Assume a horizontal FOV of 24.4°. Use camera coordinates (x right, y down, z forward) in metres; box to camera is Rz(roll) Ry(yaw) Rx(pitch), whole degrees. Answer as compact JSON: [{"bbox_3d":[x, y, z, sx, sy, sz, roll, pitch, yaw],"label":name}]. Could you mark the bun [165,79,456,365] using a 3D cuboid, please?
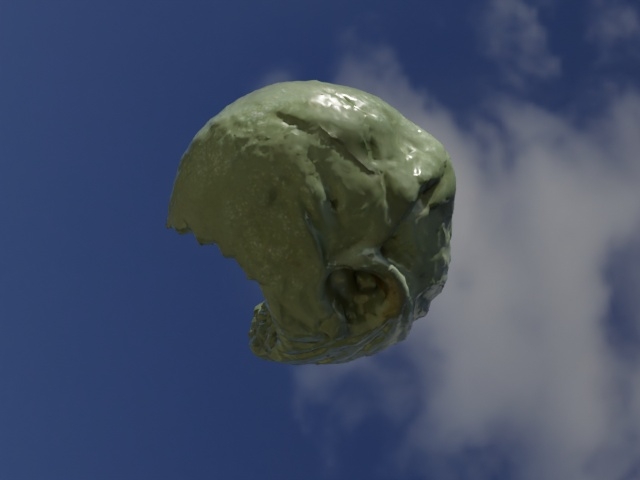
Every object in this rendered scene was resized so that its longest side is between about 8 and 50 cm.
[{"bbox_3d":[0.000,0.000,1.014,0.204,0.212,0.126,-59,-153,14],"label":"bun"}]
